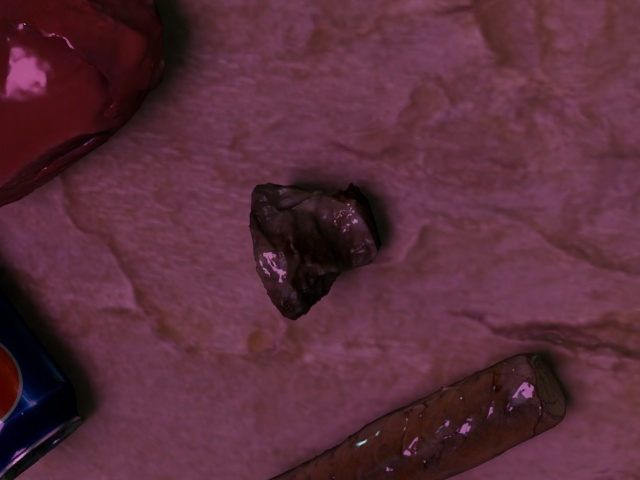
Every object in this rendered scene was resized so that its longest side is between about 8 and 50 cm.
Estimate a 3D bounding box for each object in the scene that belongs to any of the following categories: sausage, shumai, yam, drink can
[{"bbox_3d":[-0.240,-0.122,1.547,0.280,0.152,0.152,-30,89,35],"label":"sausage"},{"bbox_3d":[0.000,0.001,1.472,0.087,0.124,0.099,-14,127,14],"label":"shumai"},{"bbox_3d":[0.062,0.173,1.510,0.317,0.067,0.071,-30,76,34],"label":"yam"},{"bbox_3d":[-0.305,0.108,1.685,0.205,0.118,0.118,51,125,5],"label":"drink can"}]
